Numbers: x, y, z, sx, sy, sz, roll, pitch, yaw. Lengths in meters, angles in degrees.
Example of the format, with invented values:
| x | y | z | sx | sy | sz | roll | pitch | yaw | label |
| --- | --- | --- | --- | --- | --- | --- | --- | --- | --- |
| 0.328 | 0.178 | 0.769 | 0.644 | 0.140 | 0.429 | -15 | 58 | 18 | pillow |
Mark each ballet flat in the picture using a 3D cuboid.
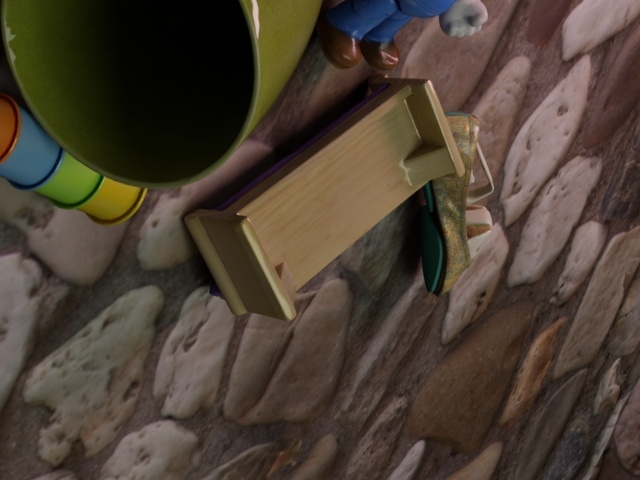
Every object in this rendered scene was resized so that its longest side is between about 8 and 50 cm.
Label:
| x | y | z | sx | sy | sz | roll | pitch | yaw | label |
| --- | --- | --- | --- | --- | --- | --- | --- | --- | --- |
| 0.202 | -0.050 | 1.988 | 0.123 | 0.123 | 0.349 | -39 | 140 | -28 | ballet flat |

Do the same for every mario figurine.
| x | y | z | sx | sy | sz | roll | pitch | yaw | label |
| --- | --- | --- | --- | --- | --- | --- | --- | --- | --- |
| 0.146 | -0.297 | 1.564 | 0.320 | 0.170 | 0.198 | -39 | -164 | 36 | mario figurine |

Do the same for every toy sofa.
| x | y | z | sx | sy | sz | roll | pitch | yaw | label |
| --- | --- | --- | --- | --- | --- | --- | --- | --- | --- |
| -0.003 | -0.064 | 1.715 | 0.362 | 0.177 | 0.150 | -39 | 118 | -28 | toy sofa |

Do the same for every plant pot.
| x | y | z | sx | sy | sz | roll | pitch | yaw | label |
| --- | --- | --- | --- | --- | --- | --- | --- | --- | --- |
| -0.116 | -0.232 | 1.318 | 0.293 | 0.274 | 0.275 | -44 | 150 | -54 | plant pot |

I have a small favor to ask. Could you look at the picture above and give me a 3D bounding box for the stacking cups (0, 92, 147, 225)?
| x | y | z | sx | sy | sz | roll | pitch | yaw | label |
| --- | --- | --- | --- | --- | --- | --- | --- | --- | --- |
| -0.297 | -0.093 | 1.304 | 0.096 | 0.096 | 0.316 | -61 | 148 | 4 | stacking cups |
